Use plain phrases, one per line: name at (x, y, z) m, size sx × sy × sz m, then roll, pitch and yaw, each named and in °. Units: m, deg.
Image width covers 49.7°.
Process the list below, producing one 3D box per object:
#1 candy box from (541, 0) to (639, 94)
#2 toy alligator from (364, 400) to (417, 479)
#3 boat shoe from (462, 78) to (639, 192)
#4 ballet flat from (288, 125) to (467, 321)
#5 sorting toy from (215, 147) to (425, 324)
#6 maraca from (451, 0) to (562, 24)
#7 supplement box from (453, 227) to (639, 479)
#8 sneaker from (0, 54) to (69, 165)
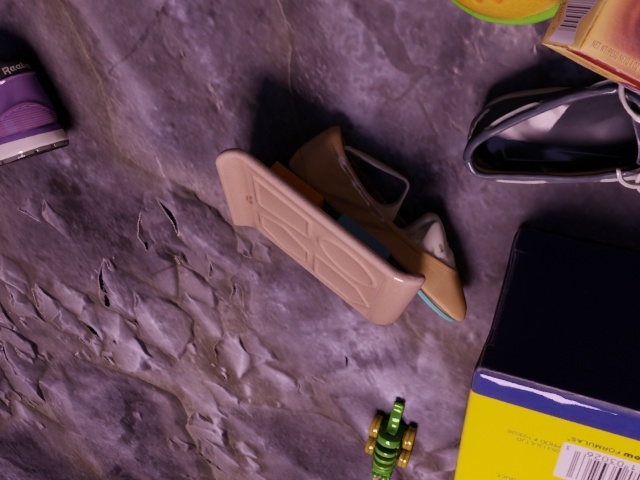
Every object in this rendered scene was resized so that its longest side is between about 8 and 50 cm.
candy box at (0.223, -0.176, 0.394) m, size 0.109 × 0.053 × 0.186 m, roll 19°, pitch 105°, yaw -18°
toy alligator at (0.083, 0.281, 0.887) m, size 0.056 × 0.051 × 0.189 m, roll 18°, pitch 131°, yaw 15°
boat shoe at (0.232, -0.087, 0.512) m, size 0.255 × 0.079 × 0.095 m, roll -1°, pitch 118°, yaw 26°
ballet flat at (0.073, -0.016, 0.656) m, size 0.232 × 0.080 × 0.073 m, roll 42°, pitch 102°, yaw -10°
sorting toy at (0.000, 0.000, 0.667) m, size 0.208 × 0.038 × 0.193 m, roll 34°, pitch 165°, yaw 9°
maraca at (0.110, -0.219, 0.468) m, size 0.186 × 0.099 × 0.127 m, roll 36°, pitch 128°, yaw 33°
supplement box at (0.235, 0.200, 0.651) m, size 0.195 × 0.194 × 0.356 m, roll 13°, pitch 129°, yaw 17°
sneaker at (-0.417, -0.140, 0.811) m, size 0.283 × 0.107 × 0.124 m, roll -10°, pitch 104°, yaw 28°
